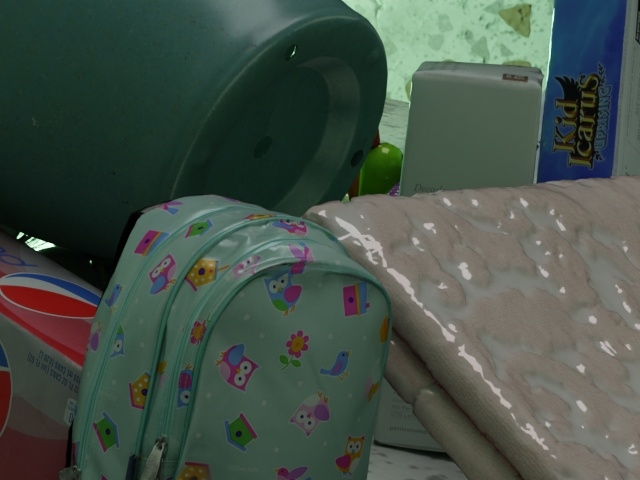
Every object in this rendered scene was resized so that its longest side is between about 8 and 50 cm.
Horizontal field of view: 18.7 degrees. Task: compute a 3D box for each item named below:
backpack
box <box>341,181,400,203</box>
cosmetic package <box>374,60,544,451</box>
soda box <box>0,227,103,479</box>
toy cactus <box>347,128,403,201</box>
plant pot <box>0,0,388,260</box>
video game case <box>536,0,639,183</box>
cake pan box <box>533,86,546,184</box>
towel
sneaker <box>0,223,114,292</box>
[{"bbox_3d":[-0.041,0.073,0.867,0.152,0.182,0.115,2,13,-43],"label":"backpack"},{"bbox_3d":[0.000,0.000,1.466,0.243,0.117,0.213,15,10,6],"label":"box"},{"bbox_3d":[0.087,0.007,1.208,0.085,0.231,0.117,5,9,6],"label":"cosmetic package"},{"bbox_3d":[-0.172,0.055,1.010,0.083,0.092,0.263,-2,22,-46],"label":"soda box"},{"bbox_3d":[-0.014,0.023,1.280,0.180,0.219,0.112,49,10,-19],"label":"toy cactus"},{"bbox_3d":[-0.109,-0.108,1.124,0.255,0.271,0.272,34,20,27],"label":"plant pot"},{"bbox_3d":[0.223,-0.038,1.309,0.061,0.269,0.244,-5,-25,32],"label":"video game case"},{"bbox_3d":[0.278,-0.037,1.752,0.246,0.070,0.267,16,54,29],"label":"cake pan box"},{"bbox_3d":[0.177,0.085,0.982,0.317,0.053,0.332,49,29,24],"label":"towel"},{"bbox_3d":[-0.167,0.027,1.216,0.121,0.111,0.300,0,12,-31],"label":"sneaker"}]
